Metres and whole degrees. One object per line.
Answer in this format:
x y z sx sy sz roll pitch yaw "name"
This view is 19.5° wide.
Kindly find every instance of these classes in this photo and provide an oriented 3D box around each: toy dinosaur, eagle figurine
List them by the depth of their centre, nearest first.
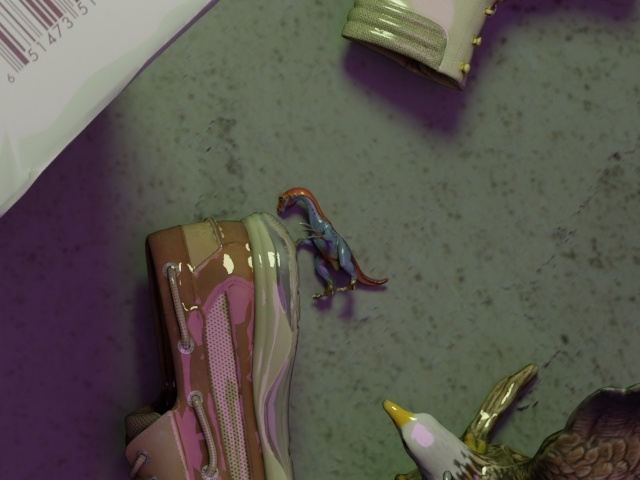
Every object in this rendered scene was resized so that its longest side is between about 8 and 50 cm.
0.125 0.188 1.270 0.225 0.298 0.226 14 87 -21 "eagle figurine"
0.000 0.000 1.367 0.090 0.047 0.082 -8 85 -53 "toy dinosaur"

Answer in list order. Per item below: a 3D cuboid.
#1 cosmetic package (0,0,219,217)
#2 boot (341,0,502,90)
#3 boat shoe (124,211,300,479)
-0.203 -0.139 1.093 0.217 0.385 0.156 -45 104 -11 "cosmetic package"
0.129 -0.188 1.378 0.213 0.077 0.165 17 87 -18 "boot"
-0.082 0.142 1.297 0.116 0.123 0.324 2 85 -13 "boat shoe"
